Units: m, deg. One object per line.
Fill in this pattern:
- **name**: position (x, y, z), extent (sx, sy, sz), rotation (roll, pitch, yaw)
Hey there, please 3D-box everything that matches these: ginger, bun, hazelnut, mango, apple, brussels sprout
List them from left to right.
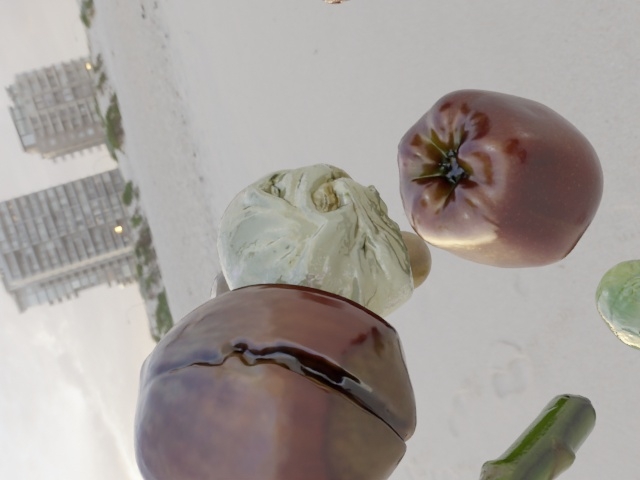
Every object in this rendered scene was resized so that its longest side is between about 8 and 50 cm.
- **ginger**: position (-0.183, 0.105, 1.351), extent (0.333, 0.081, 0.148), rotation (178, 103, -73)
- **hazelnut**: position (-0.039, 0.130, 0.526), extent (0.181, 0.212, 0.181), rotation (40, 142, -24)
- **bun**: position (0.000, 0.000, 0.727), extent (0.133, 0.231, 0.231), rotation (107, 147, -49)
- **mango**: position (0.137, 0.047, 1.271), extent (0.227, 0.136, 0.099), rotation (-26, -51, -59)
- **apple**: position (0.279, -0.095, 1.059), extent (0.288, 0.317, 0.288), rotation (-14, 70, 46)
- **brussels sprout**: position (0.760, 0.148, 1.534), extent (0.244, 0.244, 0.244), rotation (162, 90, -82)

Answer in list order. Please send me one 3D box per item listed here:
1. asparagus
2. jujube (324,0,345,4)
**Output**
- **asparagus**: position (0.234, 0.251, 0.746), extent (0.067, 0.277, 0.060), rotation (35, 126, 30)
- **jujube**: position (0.086, -0.424, 0.914), extent (0.168, 0.236, 0.168), rotation (39, -144, -36)
